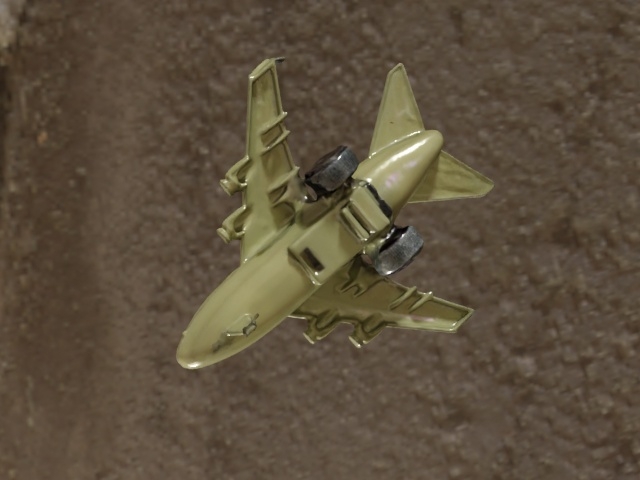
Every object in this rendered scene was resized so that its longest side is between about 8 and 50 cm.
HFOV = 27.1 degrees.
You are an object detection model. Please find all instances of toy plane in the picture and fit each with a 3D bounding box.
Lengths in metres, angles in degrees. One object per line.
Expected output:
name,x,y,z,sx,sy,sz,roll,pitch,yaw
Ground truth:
toy plane,0.000,0.000,0.937,0.242,0.256,0.104,51,160,-14
